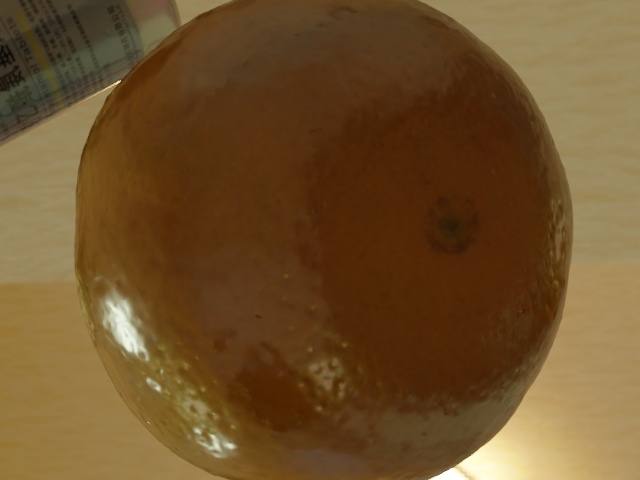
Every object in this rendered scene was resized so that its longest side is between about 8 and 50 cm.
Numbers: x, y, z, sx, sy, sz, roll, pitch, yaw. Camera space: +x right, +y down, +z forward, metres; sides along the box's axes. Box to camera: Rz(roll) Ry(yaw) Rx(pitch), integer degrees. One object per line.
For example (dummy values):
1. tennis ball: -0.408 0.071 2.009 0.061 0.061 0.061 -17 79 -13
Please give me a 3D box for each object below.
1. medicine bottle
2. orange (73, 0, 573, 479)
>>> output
1. medicine bottle: -0.177 -0.107 0.757 0.102 0.187 0.102 54 165 22
2. orange: 0.000 0.000 0.424 0.156 0.124 0.156 1 -92 -34
